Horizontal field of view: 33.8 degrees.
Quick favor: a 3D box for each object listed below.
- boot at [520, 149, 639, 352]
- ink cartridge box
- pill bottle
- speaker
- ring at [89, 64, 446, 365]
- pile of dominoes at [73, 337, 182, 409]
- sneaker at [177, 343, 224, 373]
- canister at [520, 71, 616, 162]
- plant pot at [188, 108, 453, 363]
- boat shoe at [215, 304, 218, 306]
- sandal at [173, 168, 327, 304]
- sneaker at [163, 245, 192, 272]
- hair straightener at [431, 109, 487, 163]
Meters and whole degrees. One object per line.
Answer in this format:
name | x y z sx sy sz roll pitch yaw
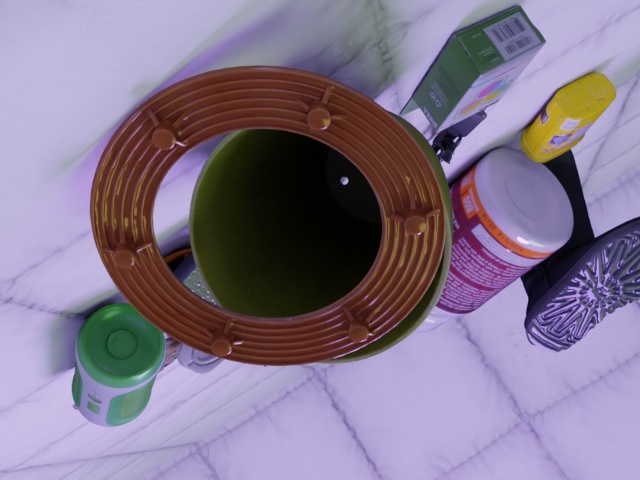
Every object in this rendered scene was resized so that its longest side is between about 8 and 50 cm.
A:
boot | 0.524 -0.040 2.105 0.367 0.146 0.445 -41 -156 28
ink cartridge box | 0.188 -0.201 1.337 0.109 0.062 0.209 -28 168 -24
pill bottle | 0.286 0.012 2.073 0.224 0.224 0.392 -20 163 -44
speaker | -0.297 0.186 1.534 0.131 0.131 0.296 -27 167 -23
ring | -0.051 -0.005 0.989 0.336 0.336 0.032 -37 -154 23
pile of dominoes | -0.322 0.252 1.951 0.251 0.040 0.196 -38 167 27
sneaker | -0.156 0.155 1.907 0.235 0.090 0.095 -29 -177 -17
canister | 0.445 -0.221 1.895 0.126 0.073 0.170 -28 166 -20
plant pot | 0.036 -0.046 1.191 0.275 0.275 0.293 -37 -176 24
boat shoe | -0.191 0.127 1.723 0.072 0.068 0.190 -19 167 -5
sandal | -0.097 -0.017 1.349 0.254 0.054 0.097 -40 133 -3
sneaker | -0.150 0.037 1.416 0.215 0.084 0.083 -26 158 -33
hair straightener | 0.180 -0.150 1.536 0.089 0.047 0.230 -61 -171 -24
